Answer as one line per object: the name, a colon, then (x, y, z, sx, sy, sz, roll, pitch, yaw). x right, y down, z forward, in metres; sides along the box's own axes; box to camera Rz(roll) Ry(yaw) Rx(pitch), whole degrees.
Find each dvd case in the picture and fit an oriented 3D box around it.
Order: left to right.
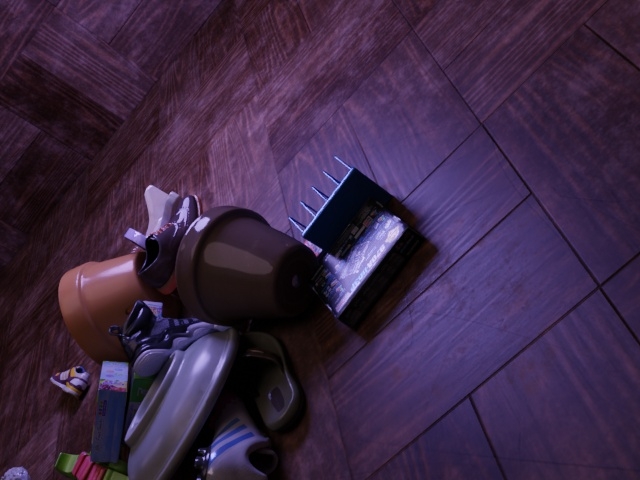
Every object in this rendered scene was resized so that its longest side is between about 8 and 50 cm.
dvd case: (0.000, 0.000, 1.753, 0.119, 0.013, 0.087, -53, 30, 8)

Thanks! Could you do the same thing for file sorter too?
file sorter: (0.034, -0.070, 1.649, 0.170, 0.118, 0.104, -53, 38, 7)

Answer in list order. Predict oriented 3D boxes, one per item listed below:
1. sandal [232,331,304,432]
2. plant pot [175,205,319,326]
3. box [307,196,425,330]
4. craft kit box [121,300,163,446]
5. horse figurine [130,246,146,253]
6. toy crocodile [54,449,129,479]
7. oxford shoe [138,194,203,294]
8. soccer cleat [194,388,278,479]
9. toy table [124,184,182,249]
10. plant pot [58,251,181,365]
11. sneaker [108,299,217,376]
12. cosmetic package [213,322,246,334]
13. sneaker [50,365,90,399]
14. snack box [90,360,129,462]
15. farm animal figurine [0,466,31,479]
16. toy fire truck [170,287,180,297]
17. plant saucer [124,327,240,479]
sandal: (-0.119, 0.259, 1.599, 0.120, 0.086, 0.303, -54, 29, 3)
plant pot: (-0.130, 0.068, 1.686, 0.229, 0.263, 0.263, 11, 69, 38)
box: (0.081, 0.039, 1.555, 0.220, 0.051, 0.175, -53, 30, 5)
craft kit box: (-0.423, 0.317, 1.922, 0.247, 0.061, 0.250, -102, 25, -49)
horse figurine: (-0.458, -0.025, 2.405, 0.263, 0.066, 0.174, -48, 24, 10)
toy crocodile: (-0.518, 0.548, 1.888, 0.340, 0.105, 0.115, 1, 62, 56)
oxford shoe: (-0.359, -0.010, 1.953, 0.097, 0.098, 0.271, -22, 44, 43)
soccer cleat: (-0.149, 0.388, 1.519, 0.331, 0.143, 0.116, -91, 8, -73)
toy table: (-0.392, -0.022, 2.149, 0.161, 0.252, 0.274, -58, -1, -9)
plant pot: (-0.502, 0.159, 2.099, 0.203, 0.291, 0.291, -29, 37, 14)
sneaker: (-0.345, 0.192, 1.819, 0.268, 0.153, 0.101, -25, -25, -51)
cosmetic package: (-0.196, 0.157, 1.843, 0.041, 0.060, 0.115, -26, 43, 42)
sneaker: (-0.732, 0.409, 2.392, 0.185, 0.069, 0.084, 10, 61, 52)
snack box: (-0.491, 0.396, 1.893, 0.207, 0.070, 0.175, -142, 60, -76)
farm animal figurine: (-0.829, 0.747, 1.947, 0.326, 0.172, 0.330, -40, 40, 20)
toy fire truck: (-0.245, 0.061, 1.950, 0.217, 0.158, 0.246, -63, 20, -12)
plant saucer: (-0.305, 0.339, 1.661, 0.400, 0.100, 0.400, -56, 10, 15)
